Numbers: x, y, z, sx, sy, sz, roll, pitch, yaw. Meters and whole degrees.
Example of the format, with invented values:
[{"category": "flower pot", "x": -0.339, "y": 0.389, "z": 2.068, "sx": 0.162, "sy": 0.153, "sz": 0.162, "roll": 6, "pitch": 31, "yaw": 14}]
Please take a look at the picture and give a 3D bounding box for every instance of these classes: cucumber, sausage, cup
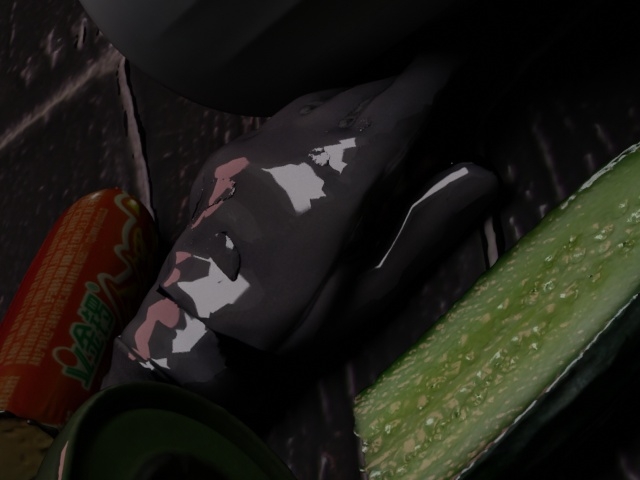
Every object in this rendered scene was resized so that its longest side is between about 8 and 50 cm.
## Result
[{"category": "cucumber", "x": 0.120, "y": 0.039, "z": 0.789, "sx": 0.244, "sy": 0.063, "sz": 0.115, "roll": -45, "pitch": 26, "yaw": 6}, {"category": "sausage", "x": -0.147, "y": 0.047, "z": 1.036, "sx": 0.083, "sy": 0.083, "sz": 0.264, "roll": -29, "pitch": 26, "yaw": 27}, {"category": "cup", "x": 0.044, "y": -0.229, "z": 0.970, "sx": 0.327, "sy": 0.322, "sz": 0.237, "roll": -31, "pitch": 76, "yaw": 56}]

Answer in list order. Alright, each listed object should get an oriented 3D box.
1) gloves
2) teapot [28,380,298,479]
[{"category": "gloves", "x": -0.006, "y": 0.001, "z": 0.946, "sx": 0.142, "sy": 0.119, "sz": 0.285, "roll": 35, "pitch": 80, "yaw": 24}, {"category": "teapot", "x": -0.147, "y": 0.253, "z": 0.789, "sx": 0.337, "sy": 0.200, "sz": 0.270, "roll": -34, "pitch": 68, "yaw": 23}]
